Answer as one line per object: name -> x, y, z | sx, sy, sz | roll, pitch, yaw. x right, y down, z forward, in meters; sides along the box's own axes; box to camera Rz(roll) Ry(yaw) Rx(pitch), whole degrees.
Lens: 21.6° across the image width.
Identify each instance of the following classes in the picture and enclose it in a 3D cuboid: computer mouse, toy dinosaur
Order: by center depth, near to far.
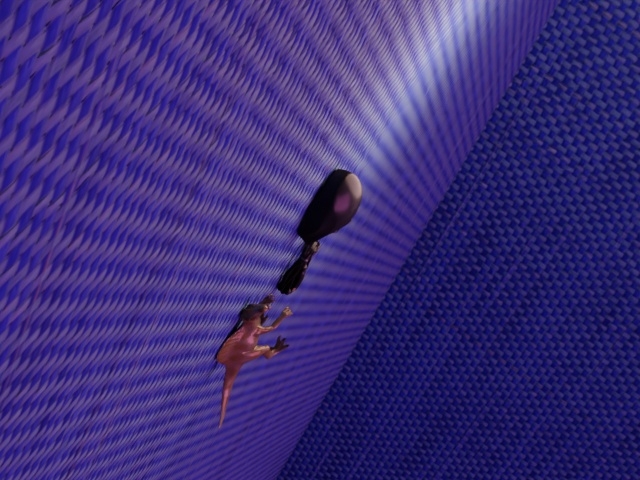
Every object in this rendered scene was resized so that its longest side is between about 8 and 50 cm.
computer mouse -> 0.000, 0.000, 1.830 | 0.071, 0.041, 0.242 | -53, 174, -30
toy dinosaur -> -0.082, 0.115, 1.835 | 0.092, 0.053, 0.183 | -28, 149, -42
